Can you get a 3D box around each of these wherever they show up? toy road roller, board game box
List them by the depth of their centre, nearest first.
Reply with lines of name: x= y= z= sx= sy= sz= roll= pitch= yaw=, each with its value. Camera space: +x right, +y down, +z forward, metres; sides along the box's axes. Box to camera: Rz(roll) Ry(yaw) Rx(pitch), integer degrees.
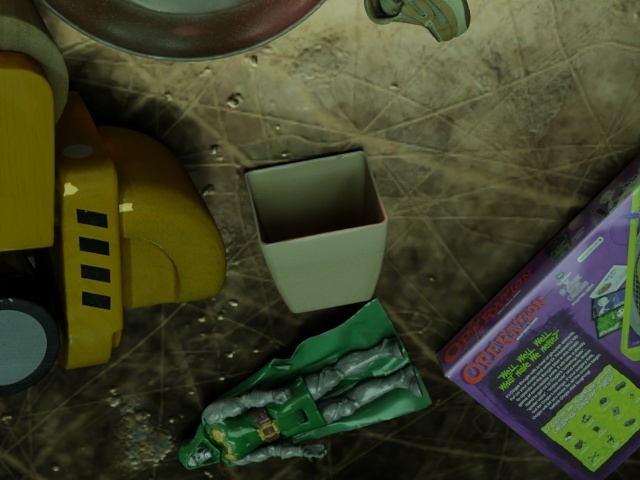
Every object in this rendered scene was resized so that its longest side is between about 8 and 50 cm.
toy road roller: x=-0.204 y=-0.053 z=1.307 sx=0.240 sy=0.202 sz=0.330 roll=-8 pitch=121 yaw=-18
board game box: x=0.300 y=0.054 z=1.507 sx=0.208 sy=0.056 sz=0.347 roll=39 pitch=104 yaw=-26

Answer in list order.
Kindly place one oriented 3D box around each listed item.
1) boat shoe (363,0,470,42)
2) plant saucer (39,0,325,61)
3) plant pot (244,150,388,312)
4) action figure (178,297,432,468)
boat shoe: x=0.065 y=-0.201 z=1.301 sx=0.072 sy=0.068 sz=0.190 roll=-44 pitch=152 yaw=-1
plant saucer: x=-0.108 y=-0.295 z=1.260 sx=0.310 sy=0.050 sz=0.311 roll=1 pitch=110 yaw=3
plant pot: x=0.000 y=0.000 z=1.410 sx=0.109 sy=0.109 sz=0.096 roll=-11 pitch=127 yaw=-3
action figure: x=-0.025 y=0.155 z=1.500 sx=0.232 sy=0.063 sz=0.137 roll=-24 pitch=119 yaw=7
